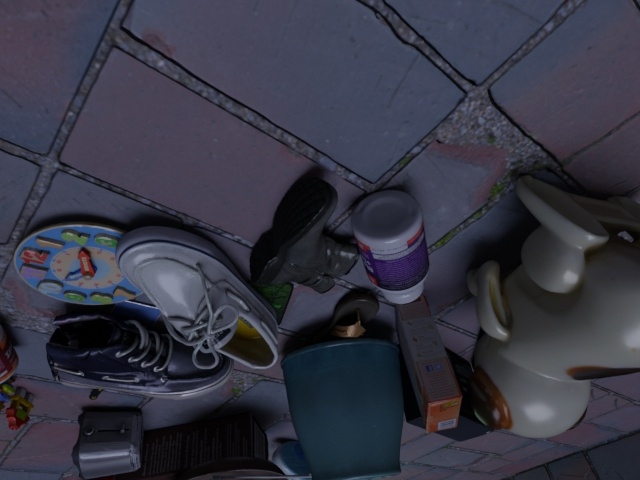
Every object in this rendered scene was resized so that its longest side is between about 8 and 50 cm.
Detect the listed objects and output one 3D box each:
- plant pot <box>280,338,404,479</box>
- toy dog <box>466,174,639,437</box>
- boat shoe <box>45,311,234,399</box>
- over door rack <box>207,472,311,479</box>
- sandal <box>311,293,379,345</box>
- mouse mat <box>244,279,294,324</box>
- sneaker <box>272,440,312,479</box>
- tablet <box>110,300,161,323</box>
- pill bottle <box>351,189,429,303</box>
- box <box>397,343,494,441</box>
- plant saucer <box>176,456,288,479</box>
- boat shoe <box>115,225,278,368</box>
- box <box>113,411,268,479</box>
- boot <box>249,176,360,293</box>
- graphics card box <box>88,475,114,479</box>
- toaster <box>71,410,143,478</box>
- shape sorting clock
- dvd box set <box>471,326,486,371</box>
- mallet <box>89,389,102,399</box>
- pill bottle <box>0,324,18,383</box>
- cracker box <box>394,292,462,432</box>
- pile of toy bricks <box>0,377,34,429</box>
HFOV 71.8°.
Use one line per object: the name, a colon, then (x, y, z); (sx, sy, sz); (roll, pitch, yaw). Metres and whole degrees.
plant pot: (0.059, 0.376, 0.951); (0.272, 0.255, 0.271); (-6, 151, -3)
toy dog: (0.416, 0.159, 0.740); (0.285, 0.395, 0.407); (1, 129, -25)
boat shoe: (-0.331, 0.214, 0.827); (0.341, 0.127, 0.158); (4, 144, -14)
over door rack: (-0.095, 0.623, 1.073); (0.325, 0.108, 0.239); (-17, 137, 6)
sandal: (0.051, 0.187, 0.927); (0.090, 0.060, 0.219); (19, 131, -28)
mouse mat: (-0.157, 0.125, 0.859); (0.190, 0.007, 0.152); (5, 136, -15)
sneaker: (-0.105, 0.788, 1.506); (0.208, 0.127, 0.319); (-30, 134, 19)
tablet: (-0.344, 0.133, 0.829); (0.083, 0.006, 0.054); (21, 130, -29)
pill bottle: (0.121, 0.020, 0.724); (0.108, 0.108, 0.193); (-16, 137, 6)
box: (0.296, 0.366, 1.080); (0.103, 0.184, 0.261); (-35, 132, 24)
plant saucer: (-0.240, 0.640, 1.172); (0.311, 0.050, 0.310); (-5, 136, -5)
boat shoe: (-0.181, 0.129, 0.725); (0.136, 0.156, 0.367); (-28, 136, 8)
box: (-0.356, 0.621, 1.263); (0.382, 0.143, 0.191); (-10, 137, 2)
boot: (0.000, 0.000, 0.714); (0.161, 0.083, 0.246); (9, 140, -30)
graphics card box: (-0.656, 0.922, 1.563); (0.233, 0.094, 0.370); (-13, 137, 3)
toaster: (-0.534, 0.523, 1.128); (0.147, 0.129, 0.227); (3, 135, -18)
shape sorting clock: (-0.366, 0.045, 0.704); (0.206, 0.040, 0.206); (-5, 138, -5)
dvd box set: (0.596, 0.218, 1.071); (0.421, 0.062, 0.307); (-12, 138, 1)
mallet: (-0.489, 0.313, 0.979); (0.062, 0.039, 0.190); (26, 131, -35)
pill bottle: (-0.600, 0.189, 0.779); (0.086, 0.086, 0.152); (2, 137, -14)
cracker box: (0.210, 0.240, 0.889); (0.067, 0.232, 0.155); (-13, 138, 1)
pile of toy bricks: (-0.702, 0.337, 0.906); (0.118, 0.105, 0.212); (-10, 138, -1)
